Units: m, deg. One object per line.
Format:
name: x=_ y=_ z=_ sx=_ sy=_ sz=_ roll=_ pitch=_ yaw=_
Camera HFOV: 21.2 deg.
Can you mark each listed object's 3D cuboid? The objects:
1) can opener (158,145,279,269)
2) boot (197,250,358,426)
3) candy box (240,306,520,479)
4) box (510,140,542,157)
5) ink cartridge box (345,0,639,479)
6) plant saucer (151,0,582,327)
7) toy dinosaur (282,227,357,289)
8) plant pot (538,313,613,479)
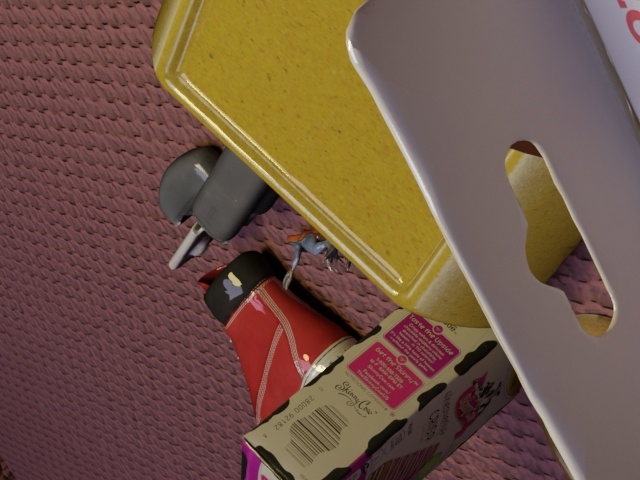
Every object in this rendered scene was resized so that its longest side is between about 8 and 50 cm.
can opener: x=-0.085 y=-0.053 z=1.401 sx=0.095 sy=0.076 sz=0.283 roll=49 pitch=155 yaw=5
boot: x=-0.050 y=0.116 z=1.572 sx=0.176 sy=0.088 sz=0.244 roll=43 pitch=147 yaw=19
candy box: x=0.050 y=0.125 z=1.219 sx=0.071 sy=0.233 sz=0.159 roll=42 pitch=155 yaw=20
box: x=0.151 y=-0.146 z=0.693 sx=0.167 sy=0.203 sz=0.168 roll=22 pitch=142 yaw=49
ink cartridge box: x=0.200 y=-0.077 z=0.518 sx=0.119 sy=0.353 sz=0.207 roll=7 pitch=131 yaw=58
plant saucer: x=0.029 y=-0.107 z=1.039 sx=0.333 sy=0.081 sz=0.332 roll=43 pitch=148 yaw=9
toy dinosaur: x=0.000 y=0.000 z=1.398 sx=0.082 sy=0.047 sz=0.090 roll=36 pitch=120 yaw=49
plant pot: x=0.232 y=0.155 z=1.190 sx=0.236 sy=0.032 sz=0.236 roll=40 pitch=155 yaw=24
